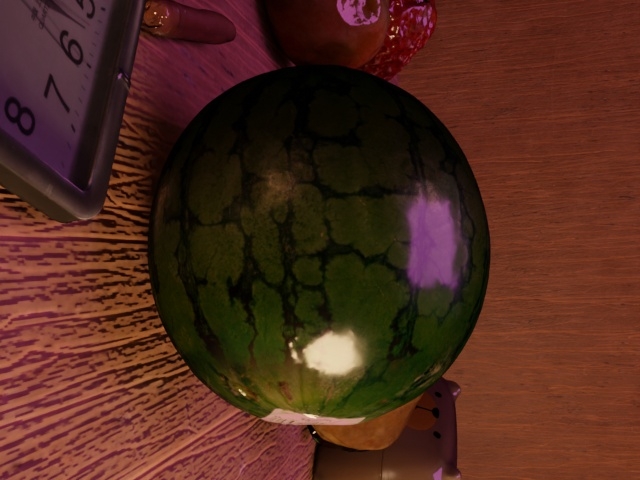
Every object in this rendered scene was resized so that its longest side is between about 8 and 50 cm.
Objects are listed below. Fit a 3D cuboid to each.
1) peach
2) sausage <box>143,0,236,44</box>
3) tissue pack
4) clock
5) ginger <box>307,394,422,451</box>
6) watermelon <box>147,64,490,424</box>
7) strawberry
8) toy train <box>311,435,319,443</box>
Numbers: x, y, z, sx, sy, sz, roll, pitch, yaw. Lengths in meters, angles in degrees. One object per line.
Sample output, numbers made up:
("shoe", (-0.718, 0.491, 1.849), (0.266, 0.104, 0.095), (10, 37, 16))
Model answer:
("peach", (0.004, -0.402, 1.018), (0.235, 0.214, 0.214), (18, 68, -56))
("sausage", (-0.146, -0.244, 0.674), (0.186, 0.043, 0.043), (-44, 129, -70))
("tissue pack", (0.156, 0.440, 1.258), (0.387, 0.277, 0.267), (-63, 150, -60))
("clock", (-0.212, -0.181, 0.394), (0.279, 0.049, 0.273), (59, 31, -62))
("ginger", (0.063, 0.153, 0.857), (0.269, 0.200, 0.223), (66, -26, 19))
("watermelon", (0.000, 0.000, 0.613), (0.363, 0.363, 0.363), (-3, 90, -76))
("strawberry", (0.126, -0.487, 1.323), (0.310, 0.292, 0.291), (57, 33, -51))
("toy train", (0.035, 0.308, 1.138), (0.170, 0.111, 0.071), (-73, 151, -53))
